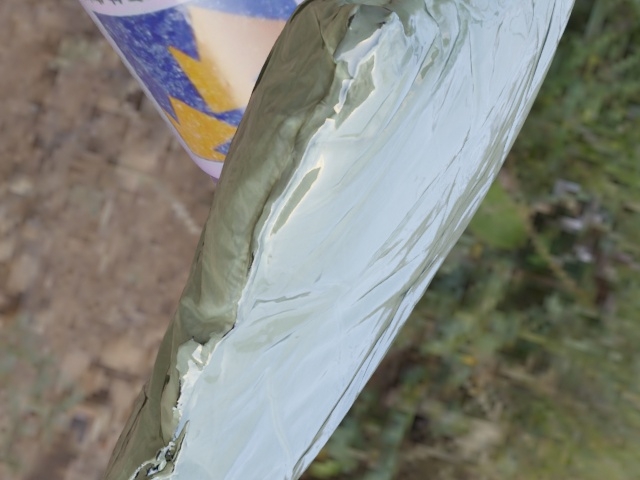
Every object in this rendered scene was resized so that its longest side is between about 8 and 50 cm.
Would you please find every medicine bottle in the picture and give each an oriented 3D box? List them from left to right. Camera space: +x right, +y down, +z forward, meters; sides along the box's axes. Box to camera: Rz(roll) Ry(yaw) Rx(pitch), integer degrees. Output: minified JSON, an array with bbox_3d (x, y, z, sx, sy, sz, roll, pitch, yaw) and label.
[{"bbox_3d":[-0.037,-0.138,1.215,0.291,0.178,0.178,57,33,-37],"label":"medicine bottle"}]

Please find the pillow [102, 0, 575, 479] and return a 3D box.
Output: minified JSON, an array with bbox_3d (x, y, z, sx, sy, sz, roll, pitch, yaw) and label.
[{"bbox_3d":[0.001,-0.002,0.721,0.281,0.076,0.274,-64,169,27],"label":"pillow"}]
